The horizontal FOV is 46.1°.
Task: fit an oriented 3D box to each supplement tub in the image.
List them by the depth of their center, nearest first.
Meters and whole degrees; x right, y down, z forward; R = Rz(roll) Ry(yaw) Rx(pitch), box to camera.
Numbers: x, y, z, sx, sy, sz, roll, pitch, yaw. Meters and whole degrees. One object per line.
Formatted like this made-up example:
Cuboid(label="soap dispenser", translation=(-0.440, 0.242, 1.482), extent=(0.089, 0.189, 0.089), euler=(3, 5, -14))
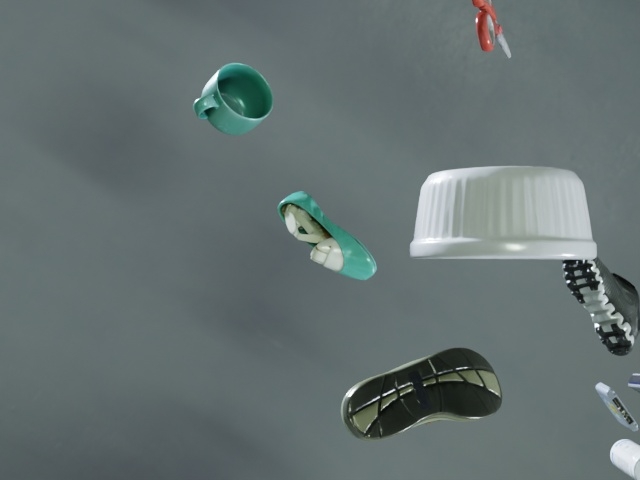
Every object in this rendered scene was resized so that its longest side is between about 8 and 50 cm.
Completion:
Cuboid(label="supplement tub", translation=(0.698, 0.490, 1.668), extent=(0.071, 0.071, 0.107), euler=(29, 0, -7))

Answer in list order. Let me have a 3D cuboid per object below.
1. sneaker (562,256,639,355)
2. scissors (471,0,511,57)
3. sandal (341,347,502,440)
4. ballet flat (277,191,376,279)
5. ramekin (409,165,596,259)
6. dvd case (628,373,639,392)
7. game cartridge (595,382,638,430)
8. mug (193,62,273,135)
Cuboid(label="sneaker", translation=(0.537, 0.093, 1.419), extent=(0.234, 0.106, 0.078), euler=(60, -31, -4))
Cuboid(label="scissors", translation=(0.265, -0.335, 1.144), extent=(0.021, 0.109, 0.297), euler=(-10, 6, 24))
Cuboid(label="sandal", translation=(0.162, 0.248, 1.222), extent=(0.302, 0.086, 0.120), euler=(-5, 73, -24))
Cuboid(label="ballet flat", translation=(0.000, 0.000, 1.446), extent=(0.087, 0.083, 0.247), euler=(-20, 53, -36))
Cuboid(label="ramekin", translation=(0.267, -0.035, 1.115), extent=(0.272, 0.127, 0.273), euler=(0, -1, 0))
Cuboid(label="dvd case", translation=(0.657, 0.286, 1.275), extent=(0.179, 0.030, 0.239), euler=(32, -9, 0))
Cuboid(label="game cartridge", translation=(0.497, 0.279, 1.266), extent=(0.083, 0.017, 0.056), euler=(54, 3, -2))
Cuboid(label="mug", translation=(-0.186, -0.281, 1.513), extent=(0.157, 0.097, 0.130), euler=(16, 61, -31))
